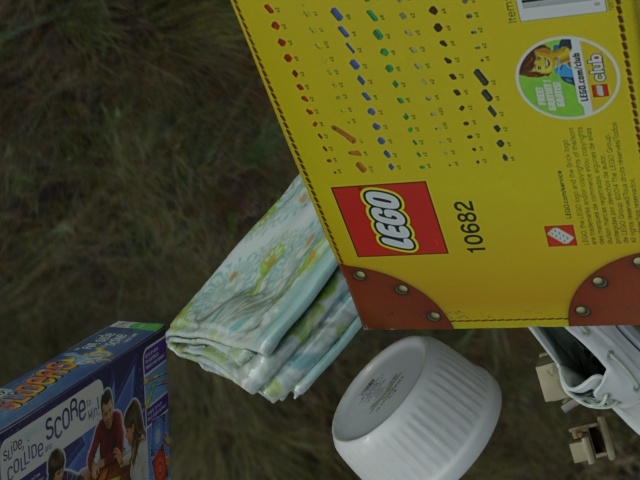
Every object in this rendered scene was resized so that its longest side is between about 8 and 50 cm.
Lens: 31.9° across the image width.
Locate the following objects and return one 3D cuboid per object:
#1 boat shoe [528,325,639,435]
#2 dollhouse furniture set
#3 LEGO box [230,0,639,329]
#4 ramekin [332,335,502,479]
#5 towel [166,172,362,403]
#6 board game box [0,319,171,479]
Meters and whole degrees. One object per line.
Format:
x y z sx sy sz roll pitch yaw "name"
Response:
0.230 0.104 0.940 0.226 0.083 0.076 50 61 -10 "boat shoe"
0.327 0.193 1.304 0.101 0.182 0.161 -17 91 15 "dollhouse furniture set"
0.081 -0.252 0.600 0.193 0.372 0.500 -3 132 22 "LEGO box"
0.108 0.212 1.362 0.109 0.207 0.207 42 91 -16 "ramekin"
0.000 0.000 1.203 0.090 0.320 0.374 45 75 -17 "towel"
-0.138 0.135 0.623 0.035 0.201 0.136 3 101 16 "board game box"
